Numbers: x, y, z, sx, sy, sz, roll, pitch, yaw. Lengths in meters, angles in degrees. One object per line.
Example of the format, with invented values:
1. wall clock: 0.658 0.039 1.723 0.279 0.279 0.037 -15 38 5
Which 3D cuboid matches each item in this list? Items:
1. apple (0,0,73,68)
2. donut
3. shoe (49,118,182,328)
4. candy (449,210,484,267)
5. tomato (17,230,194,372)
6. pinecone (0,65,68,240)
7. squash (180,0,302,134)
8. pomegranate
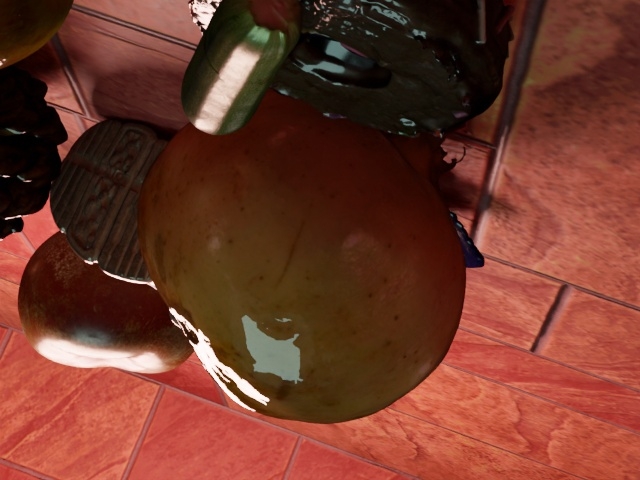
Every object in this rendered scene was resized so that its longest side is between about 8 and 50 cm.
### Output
1. apple: -0.291 -0.230 1.175 0.196 0.196 0.196 20 163 6
2. donut: 0.026 -0.175 1.104 0.270 0.103 0.269 22 165 6
3. shoe: -0.161 0.004 1.725 0.351 0.172 0.198 36 178 19
4. candy: 0.048 -0.024 1.612 0.275 0.070 0.145 8 149 42
5. tomato: -0.295 0.071 2.055 0.270 0.222 0.270 3 164 1
6. pinecone: -0.437 -0.110 1.630 0.298 0.242 0.296 22 160 10
7. squash: -0.060 -0.133 1.058 0.066 0.066 0.229 24 163 -9
8. pomegranate: 0.000 0.000 1.381 0.338 0.338 0.338 20 163 6
